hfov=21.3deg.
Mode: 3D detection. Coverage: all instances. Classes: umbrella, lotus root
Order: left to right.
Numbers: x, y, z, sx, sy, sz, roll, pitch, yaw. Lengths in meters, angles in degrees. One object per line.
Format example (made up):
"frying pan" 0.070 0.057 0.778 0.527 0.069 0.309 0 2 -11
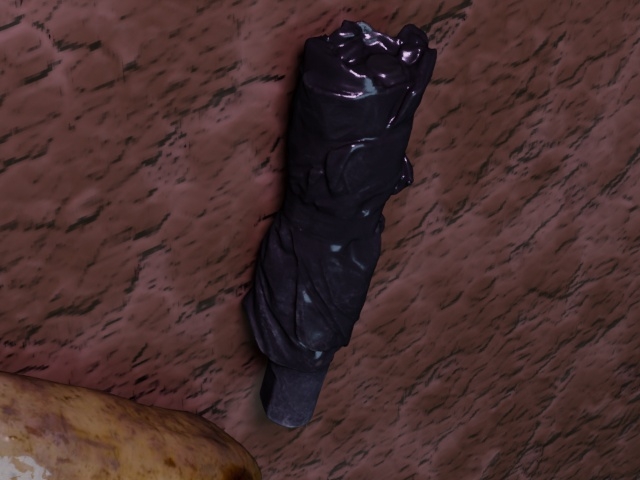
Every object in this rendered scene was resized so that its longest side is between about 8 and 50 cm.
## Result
"lotus root" -0.118 0.122 0.811 0.258 0.097 0.110 21 115 -48
"umbrella" 0.000 0.000 0.828 0.066 0.059 0.236 2 131 -16
